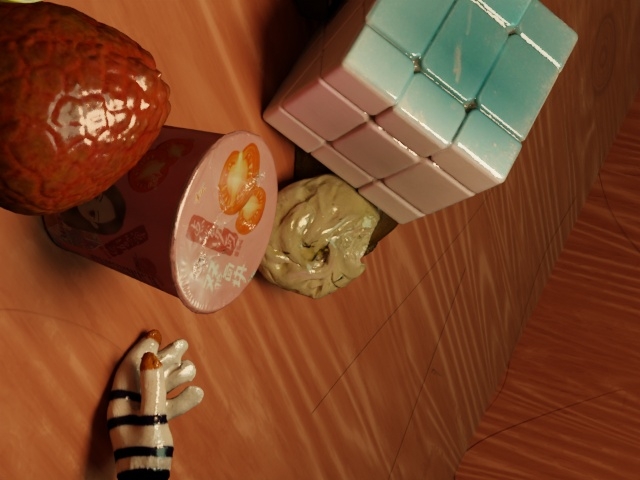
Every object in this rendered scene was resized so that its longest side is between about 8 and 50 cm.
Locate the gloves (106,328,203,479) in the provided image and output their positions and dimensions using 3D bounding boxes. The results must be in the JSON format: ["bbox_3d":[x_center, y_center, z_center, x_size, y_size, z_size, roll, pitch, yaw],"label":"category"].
[{"bbox_3d":[-0.258,0.244,1.852,0.140,0.131,0.218,35,42,-60],"label":"gloves"}]

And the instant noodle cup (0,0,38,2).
[{"bbox_3d":[-0.355,-0.358,1.204,0.311,0.222,0.311,-40,138,-48],"label":"instant noodle cup"}]

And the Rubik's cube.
[{"bbox_3d":[0.155,-0.260,1.998,0.316,0.319,0.322,37,66,-14],"label":"Rubik's cube"}]

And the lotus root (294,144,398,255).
[{"bbox_3d":[0.072,-0.088,2.263,0.267,0.149,0.260,-27,127,-52],"label":"lotus root"}]

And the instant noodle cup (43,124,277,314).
[{"bbox_3d":[-0.211,-0.049,1.635,0.243,0.231,0.243,-40,138,-48],"label":"instant noodle cup"}]

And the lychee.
[{"bbox_3d":[-0.320,-0.141,1.388,0.300,0.255,0.255,-27,137,-12],"label":"lychee"}]

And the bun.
[{"bbox_3d":[0.000,0.000,2.109,0.237,0.116,0.210,-27,125,-12],"label":"bun"}]

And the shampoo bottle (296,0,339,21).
[{"bbox_3d":[0.049,-0.503,2.075,0.309,0.071,0.098,-61,156,-29],"label":"shampoo bottle"}]
